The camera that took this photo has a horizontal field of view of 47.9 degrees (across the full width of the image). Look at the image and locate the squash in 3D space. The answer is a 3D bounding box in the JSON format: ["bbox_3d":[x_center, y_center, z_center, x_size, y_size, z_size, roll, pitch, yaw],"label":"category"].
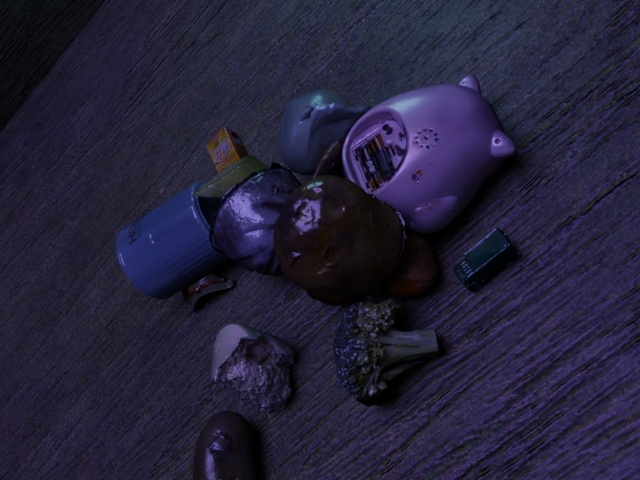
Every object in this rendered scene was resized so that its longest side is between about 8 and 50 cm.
[{"bbox_3d":[-0.211,-0.154,2.081,0.204,0.155,0.237,-25,17,28],"label":"squash"}]

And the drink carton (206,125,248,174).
[{"bbox_3d":[-0.285,-0.257,2.304,0.096,0.071,0.222,-43,49,18],"label":"drink carton"}]

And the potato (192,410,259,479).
[{"bbox_3d":[-0.242,0.564,1.824,0.165,0.165,0.262,-23,63,30],"label":"potato"}]

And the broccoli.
[{"bbox_3d":[0.153,0.251,1.650,0.244,0.263,0.246,-7,98,11],"label":"broccoli"}]

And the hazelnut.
[{"bbox_3d":[0.206,0.063,1.713,0.150,0.150,0.150,-18,60,33],"label":"hazelnut"}]

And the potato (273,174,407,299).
[{"bbox_3d":[0.000,0.000,1.583,0.301,0.237,0.288,8,97,39],"label":"potato"}]

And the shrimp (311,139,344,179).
[{"bbox_3d":[-0.013,-0.109,1.782,0.062,0.164,0.316,24,84,17],"label":"shrimp"}]

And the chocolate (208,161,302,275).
[{"bbox_3d":[-0.119,-0.023,1.925,0.213,0.303,0.303,42,99,26],"label":"chocolate"}]

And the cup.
[{"bbox_3d":[-0.396,-0.010,2.196,0.311,0.331,0.256,-30,87,24],"label":"cup"}]

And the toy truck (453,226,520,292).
[{"bbox_3d":[0.369,0.048,1.611,0.147,0.079,0.065,-42,49,20],"label":"toy truck"}]

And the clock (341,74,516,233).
[{"bbox_3d":[0.244,-0.211,1.716,0.377,0.251,0.368,-35,53,23],"label":"clock"}]

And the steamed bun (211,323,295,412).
[{"bbox_3d":[-0.167,0.314,1.831,0.170,0.225,0.200,-29,52,26],"label":"steamed bun"}]

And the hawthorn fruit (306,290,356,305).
[{"bbox_3d":[0.039,0.070,1.824,0.169,0.169,0.188,24,88,44],"label":"hawthorn fruit"}]

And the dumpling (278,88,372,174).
[{"bbox_3d":[-0.002,-0.310,1.944,0.270,0.212,0.321,-46,31,-4],"label":"dumpling"}]

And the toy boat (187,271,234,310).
[{"bbox_3d":[-0.344,0.146,2.165,0.185,0.089,0.071,-32,96,24],"label":"toy boat"}]

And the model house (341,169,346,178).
[{"bbox_3d":[0.047,-0.133,1.916,0.119,0.149,0.148,12,81,45],"label":"model house"}]
